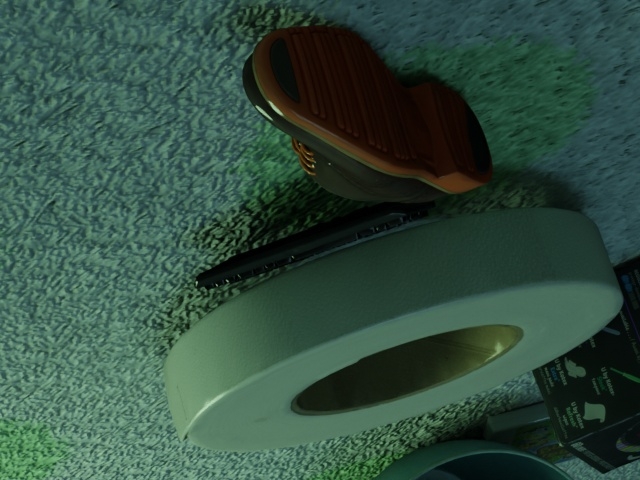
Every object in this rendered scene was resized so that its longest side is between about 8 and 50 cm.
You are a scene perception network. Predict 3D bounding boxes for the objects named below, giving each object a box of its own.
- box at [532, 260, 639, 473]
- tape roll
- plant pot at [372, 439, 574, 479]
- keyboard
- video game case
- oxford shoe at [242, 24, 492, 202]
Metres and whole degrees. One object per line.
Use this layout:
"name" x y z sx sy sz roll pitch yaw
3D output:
"box" 0.347 0.098 1.785 0.270 0.143 0.165 -26 156 16
"tape roll" 0.062 0.082 1.592 0.392 0.072 0.392 -16 163 -5
"plant pot" 0.144 0.344 2.076 0.290 0.290 0.195 -12 -167 -14
"keyboard" 0.000 0.000 1.426 0.180 0.023 0.108 -19 -175 23
"video game case" 0.282 0.218 2.153 0.212 0.023 0.193 -14 156 -9
"oxford shoe" 0.016 -0.068 1.254 0.098 0.097 0.271 -23 157 26
